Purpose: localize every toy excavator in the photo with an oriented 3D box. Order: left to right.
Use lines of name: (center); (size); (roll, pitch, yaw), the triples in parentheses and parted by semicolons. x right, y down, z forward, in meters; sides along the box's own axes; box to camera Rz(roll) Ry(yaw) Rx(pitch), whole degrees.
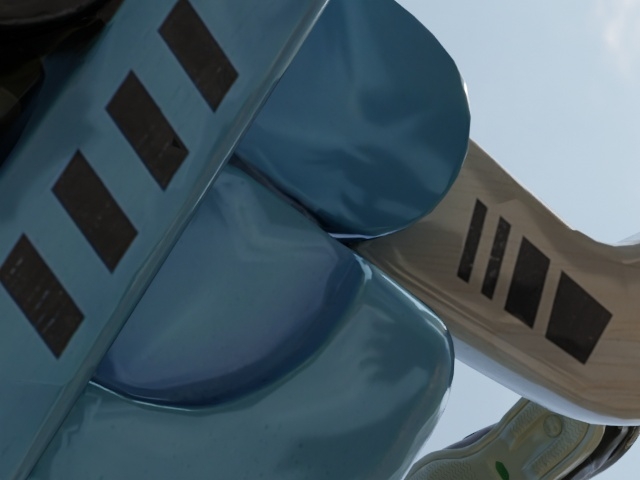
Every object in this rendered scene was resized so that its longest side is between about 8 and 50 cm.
toy excavator: (0.000, 0.000, 0.590); (0.445, 0.222, 0.433); (38, -112, -17)

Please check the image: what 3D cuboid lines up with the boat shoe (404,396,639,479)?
boat shoe: (0.136, 0.173, 1.247); (0.079, 0.233, 0.084); (1, -122, -47)
